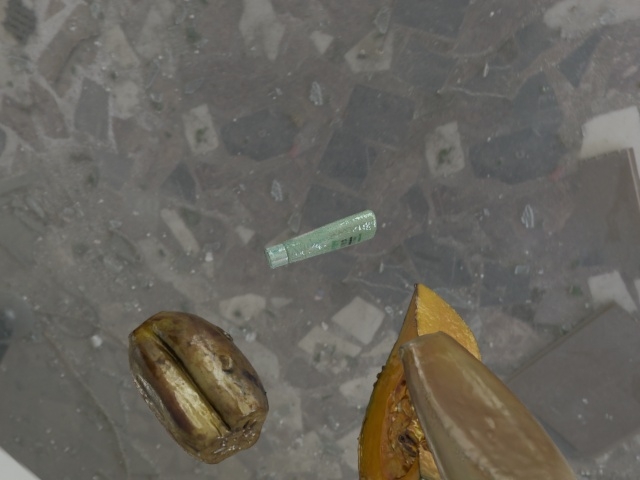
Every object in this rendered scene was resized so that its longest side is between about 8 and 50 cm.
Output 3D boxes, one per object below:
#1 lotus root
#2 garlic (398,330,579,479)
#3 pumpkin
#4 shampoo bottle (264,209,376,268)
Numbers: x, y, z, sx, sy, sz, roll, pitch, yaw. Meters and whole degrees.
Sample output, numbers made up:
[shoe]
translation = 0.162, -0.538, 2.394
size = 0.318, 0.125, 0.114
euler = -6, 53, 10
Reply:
[lotus root]
translation = -0.220, 0.238, 1.101
size = 0.291, 0.193, 0.193
euler = 44, 121, 23
[garlic]
translation = 0.172, 0.219, 0.585
size = 0.112, 0.143, 0.318
euler = -48, 53, 21
[pumpkin]
translation = 0.125, 0.220, 0.815
size = 0.111, 0.279, 0.163
euler = 20, 143, -20
[shampoo bottle]
translation = 0.000, 0.000, 1.036
size = 0.069, 0.190, 0.041
euler = 104, 144, -61
